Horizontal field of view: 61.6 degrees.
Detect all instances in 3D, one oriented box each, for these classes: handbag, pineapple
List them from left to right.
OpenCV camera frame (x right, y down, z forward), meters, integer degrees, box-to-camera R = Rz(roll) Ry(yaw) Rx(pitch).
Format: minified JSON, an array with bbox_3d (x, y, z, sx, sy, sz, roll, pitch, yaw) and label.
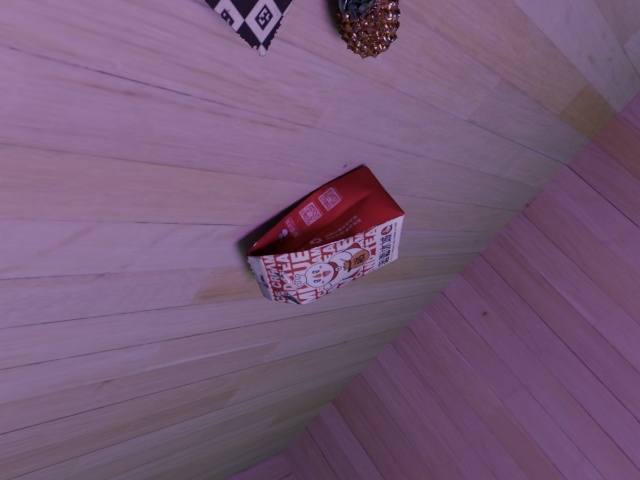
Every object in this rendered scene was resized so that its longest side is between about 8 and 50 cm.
[{"bbox_3d":[0.000,0.000,1.034,0.298,0.151,0.171,-24,148,-13],"label":"handbag"},{"bbox_3d":[0.053,-0.297,0.646,0.221,0.083,0.103,36,72,-76],"label":"pineapple"}]

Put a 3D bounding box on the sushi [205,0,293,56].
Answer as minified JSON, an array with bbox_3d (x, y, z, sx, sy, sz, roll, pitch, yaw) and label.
[{"bbox_3d":[-0.077,-0.314,0.514,0.193,0.040,0.210,-60,152,5],"label":"sushi"}]
